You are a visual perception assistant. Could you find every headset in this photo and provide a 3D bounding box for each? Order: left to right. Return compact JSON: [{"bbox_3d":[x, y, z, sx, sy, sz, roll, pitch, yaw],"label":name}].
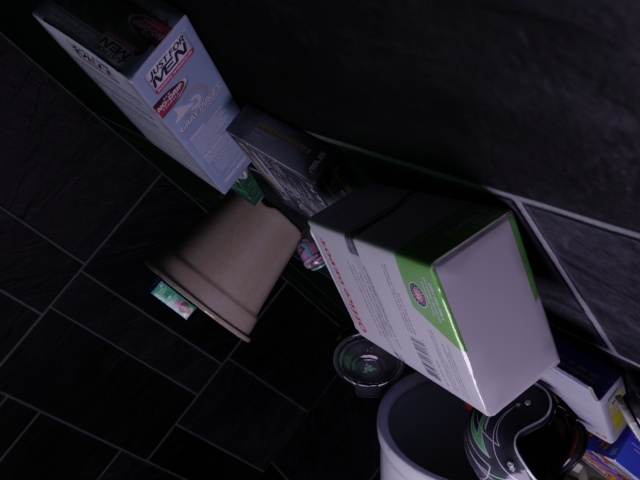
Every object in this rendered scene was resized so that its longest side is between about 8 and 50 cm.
[{"bbox_3d":[0.120,0.146,1.219,0.185,0.243,0.394,1,150,5],"label":"headset"}]

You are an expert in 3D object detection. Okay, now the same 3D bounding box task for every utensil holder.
[{"bbox_3d":[0.271,0.483,1.225,0.328,0.328,0.385,28,129,49],"label":"utensil holder"}]

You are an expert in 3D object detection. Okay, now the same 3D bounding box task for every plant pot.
[{"bbox_3d":[-0.222,0.038,1.683,0.334,0.305,0.334,36,172,6],"label":"plant pot"}]

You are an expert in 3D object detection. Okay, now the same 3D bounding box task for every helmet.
[{"bbox_3d":[0.294,0.299,0.971,0.169,0.161,0.169,36,172,6],"label":"helmet"}]

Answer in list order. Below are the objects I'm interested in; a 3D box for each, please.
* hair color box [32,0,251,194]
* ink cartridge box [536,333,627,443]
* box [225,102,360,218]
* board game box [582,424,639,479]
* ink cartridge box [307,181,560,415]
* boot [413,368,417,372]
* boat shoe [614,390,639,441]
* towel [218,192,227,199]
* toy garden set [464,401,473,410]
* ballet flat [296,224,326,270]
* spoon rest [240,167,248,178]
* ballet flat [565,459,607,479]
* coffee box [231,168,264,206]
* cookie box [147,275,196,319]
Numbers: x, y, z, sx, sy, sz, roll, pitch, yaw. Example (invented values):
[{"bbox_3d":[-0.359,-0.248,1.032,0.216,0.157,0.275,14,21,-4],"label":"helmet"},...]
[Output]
[{"bbox_3d":[-0.231,-0.223,0.979,0.185,0.113,0.374,35,172,18],"label":"hair color box"},{"bbox_3d":[0.300,0.160,0.983,0.304,0.072,0.307,33,168,37],"label":"ink cartridge box"},{"bbox_3d":[-0.019,-0.090,0.994,0.183,0.056,0.231,34,170,32],"label":"box"},{"bbox_3d":[0.591,0.422,1.118,0.347,0.078,0.233,38,172,-1],"label":"board game box"},{"bbox_3d":[0.122,0.052,0.778,0.273,0.115,0.198,24,142,61],"label":"ink cartridge box"},{"bbox_3d":[0.230,0.210,1.545,0.115,0.112,0.305,-11,134,38],"label":"boot"},{"bbox_3d":[0.459,0.257,0.838,0.228,0.069,0.081,43,-155,-22],"label":"boat shoe"},{"bbox_3d":[-0.240,-0.096,2.021,0.102,0.021,0.237,41,171,-28],"label":"towel"},{"bbox_3d":[0.276,0.222,1.211,0.204,0.049,0.244,-4,-156,-40],"label":"toy garden set"},{"bbox_3d":[0.000,0.000,1.275,0.079,0.077,0.221,63,-166,-3],"label":"ballet flat"},{"bbox_3d":[-0.254,-0.204,1.280,0.276,0.084,0.137,38,172,5],"label":"spoon rest"},{"bbox_3d":[0.540,0.473,1.368,0.400,0.139,0.139,30,169,22],"label":"ballet flat"},{"bbox_3d":[-0.196,-0.147,1.483,0.113,0.040,0.184,36,172,13],"label":"coffee box"},{"bbox_3d":[-0.354,0.135,1.562,0.107,0.040,0.092,40,171,-20],"label":"cookie box"}]
